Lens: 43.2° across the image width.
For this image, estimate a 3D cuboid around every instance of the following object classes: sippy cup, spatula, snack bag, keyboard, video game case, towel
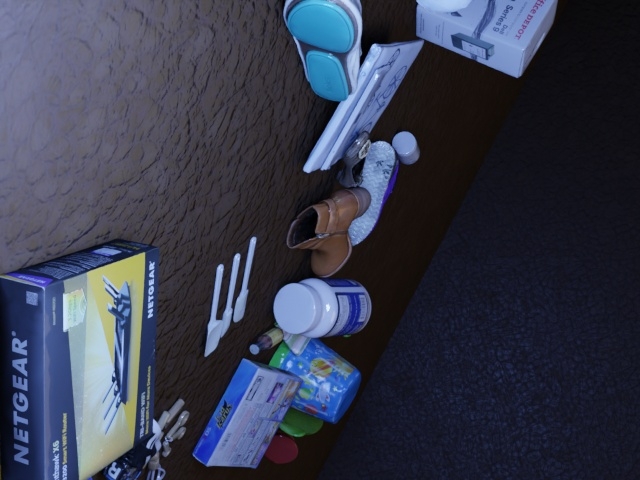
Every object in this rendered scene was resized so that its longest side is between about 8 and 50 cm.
[{"bbox_3d":[-0.015,0.393,2.275,0.240,0.224,0.306,-47,157,-43],"label":"sippy cup"},{"bbox_3d":[-0.189,0.119,1.703,0.168,0.019,0.242,-42,153,-49],"label":"spatula"},{"bbox_3d":[0.090,-0.297,1.765,0.323,0.037,0.342,-58,169,26],"label":"snack bag"},{"bbox_3d":[0.072,-0.255,1.696,0.256,0.014,0.072,-59,174,31],"label":"keyboard"},{"bbox_3d":[-0.180,0.447,2.063,0.270,0.061,0.244,-61,149,-2],"label":"video game case"},{"bbox_3d":[-0.060,0.227,2.149,0.113,0.023,0.152,-57,141,-25],"label":"towel"}]

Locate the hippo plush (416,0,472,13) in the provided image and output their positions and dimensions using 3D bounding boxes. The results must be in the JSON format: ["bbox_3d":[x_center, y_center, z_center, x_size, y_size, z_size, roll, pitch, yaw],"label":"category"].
[{"bbox_3d":[0.146,-0.474,1.333,0.234,0.236,0.294,-32,-153,19],"label":"hippo plush"}]

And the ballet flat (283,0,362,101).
[{"bbox_3d":[0.019,-0.377,1.412,0.139,0.139,0.400,-60,170,-9],"label":"ballet flat"}]

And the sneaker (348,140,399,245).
[{"bbox_3d":[0.143,-0.119,2.181,0.293,0.102,0.146,-66,164,9],"label":"sneaker"}]

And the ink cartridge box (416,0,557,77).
[{"bbox_3d":[0.411,-0.560,1.986,0.211,0.289,0.121,-58,163,-17],"label":"ink cartridge box"}]

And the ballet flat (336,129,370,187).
[{"bbox_3d":[0.085,-0.179,1.866,0.084,0.058,0.250,-45,172,-19],"label":"ballet flat"}]

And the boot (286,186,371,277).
[{"bbox_3d":[0.000,0.000,1.948,0.220,0.109,0.283,-23,153,-51],"label":"boot"}]

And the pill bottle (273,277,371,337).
[{"bbox_3d":[0.006,0.172,2.072,0.264,0.153,0.153,6,110,-57],"label":"pill bottle"}]

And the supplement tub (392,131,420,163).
[{"bbox_3d":[0.247,-0.265,2.323,0.071,0.071,0.107,-62,163,-4],"label":"supplement tub"}]

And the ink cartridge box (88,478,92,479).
[{"bbox_3d":[-0.466,0.539,1.379,0.175,0.069,0.371,-21,134,-47],"label":"ink cartridge box"}]

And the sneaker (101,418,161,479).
[{"bbox_3d":[-0.359,0.393,1.505,0.121,0.079,0.217,-55,163,-29],"label":"sneaker"}]

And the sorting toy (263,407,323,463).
[{"bbox_3d":[-0.062,0.533,2.507,0.366,0.127,0.126,-55,-168,27],"label":"sorting toy"}]

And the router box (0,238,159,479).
[{"bbox_3d":[-0.330,0.172,1.127,0.243,0.081,0.309,-27,125,-63],"label":"router box"}]

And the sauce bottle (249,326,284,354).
[{"bbox_3d":[-0.136,0.253,2.023,0.128,0.042,0.042,-23,138,-61],"label":"sauce bottle"}]

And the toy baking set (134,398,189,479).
[{"bbox_3d":[-0.348,0.461,1.725,0.256,0.030,0.197,-60,163,-12],"label":"toy baking set"}]
